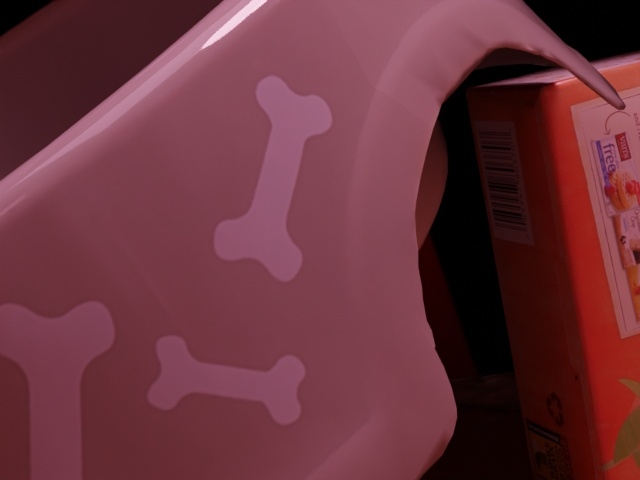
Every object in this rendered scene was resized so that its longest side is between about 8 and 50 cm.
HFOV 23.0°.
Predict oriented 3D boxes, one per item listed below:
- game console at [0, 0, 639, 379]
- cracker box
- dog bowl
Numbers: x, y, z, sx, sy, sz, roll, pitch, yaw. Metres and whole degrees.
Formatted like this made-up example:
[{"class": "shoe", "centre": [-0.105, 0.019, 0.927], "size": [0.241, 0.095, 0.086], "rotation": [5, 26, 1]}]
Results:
[{"class": "game console", "centre": [0.029, -0.061, 0.674], "size": [0.342, 0.386, 0.060], "rotation": [-9, 50, 13]}, {"class": "cracker box", "centre": [0.180, -0.003, 0.575], "size": [0.232, 0.156, 0.067], "rotation": [-13, 9, -16]}, {"class": "dog bowl", "centre": [-0.086, 0.010, 0.466], "size": [0.348, 0.102, 0.349], "rotation": [-31, 18, 11]}]
